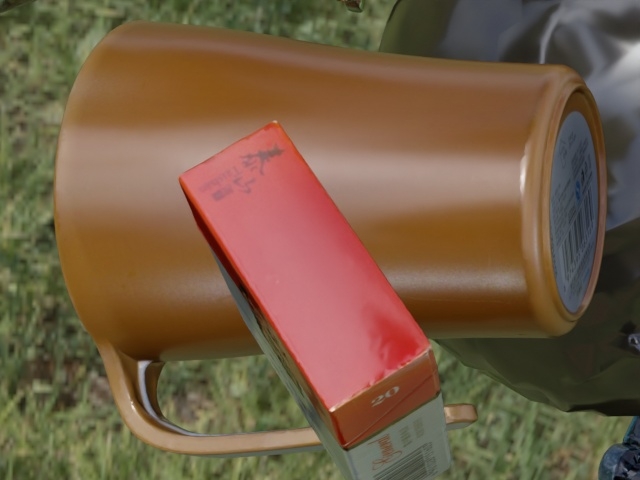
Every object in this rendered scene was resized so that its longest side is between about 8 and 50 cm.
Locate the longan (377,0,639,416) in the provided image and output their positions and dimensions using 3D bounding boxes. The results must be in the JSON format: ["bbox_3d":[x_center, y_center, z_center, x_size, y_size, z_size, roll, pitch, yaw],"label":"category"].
[{"bbox_3d":[0.222,-0.069,1.198,0.404,0.436,0.403,5,68,-13],"label":"longan"}]

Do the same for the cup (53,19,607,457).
[{"bbox_3d":[0.000,0.000,0.852,0.264,0.182,0.226,2,81,23],"label":"cup"}]

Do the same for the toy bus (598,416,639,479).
[{"bbox_3d":[0.311,0.281,1.546,0.128,0.147,0.256,16,70,41],"label":"toy bus"}]

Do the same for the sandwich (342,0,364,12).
[{"bbox_3d":[0.009,-0.238,1.366,0.029,0.135,0.067,1,57,20],"label":"sandwich"}]

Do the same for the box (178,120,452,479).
[{"bbox_3d":[0.002,0.034,0.612,0.048,0.152,0.100,-35,68,-5],"label":"box"}]

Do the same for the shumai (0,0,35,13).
[{"bbox_3d":[-0.182,-0.210,0.760,0.225,0.221,0.261,5,12,30],"label":"shumai"}]
